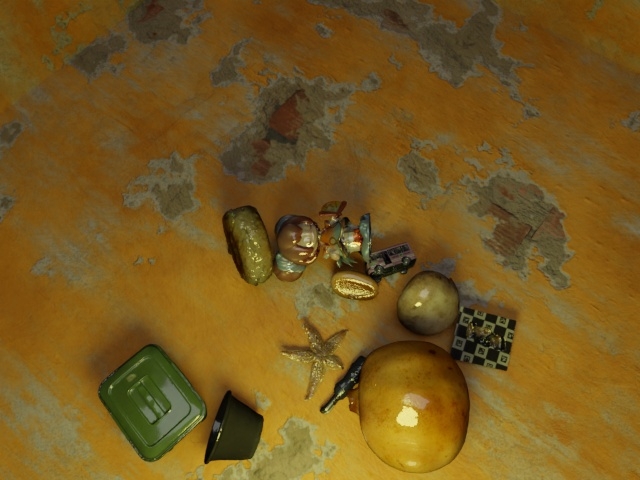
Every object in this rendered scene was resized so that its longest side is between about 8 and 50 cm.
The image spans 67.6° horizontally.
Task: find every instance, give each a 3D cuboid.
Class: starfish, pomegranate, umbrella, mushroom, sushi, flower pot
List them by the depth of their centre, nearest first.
[{"bbox_3d":[0.276,0.518,1.529,0.415,0.417,0.418,0,66,1],"label":"pomegranate"},{"bbox_3d":[-0.278,0.633,1.588,0.148,0.235,0.236,21,67,-12],"label":"flower pot"},{"bbox_3d":[0.092,0.519,1.697,0.070,0.071,0.248,35,75,15],"label":"umbrella"},{"bbox_3d":[-0.026,0.425,1.746,0.231,0.048,0.295,29,72,2],"label":"starfish"},{"bbox_3d":[0.396,0.226,1.749,0.254,0.184,0.255,0,90,-21],"label":"mushroom"},{"bbox_3d":[0.589,0.361,1.758,0.214,0.050,0.193,14,83,1],"label":"sushi"}]

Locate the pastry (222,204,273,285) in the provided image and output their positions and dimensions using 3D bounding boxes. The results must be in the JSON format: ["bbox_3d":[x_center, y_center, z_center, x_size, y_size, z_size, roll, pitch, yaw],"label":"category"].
[{"bbox_3d":[-0.266,0.017,1.798,0.136,0.330,0.330,-20,67,-19],"label":"pastry"}]

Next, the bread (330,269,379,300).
[{"bbox_3d":[0.131,0.171,1.826,0.189,0.077,0.114,12,101,3],"label":"bread"}]

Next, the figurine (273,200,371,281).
[{"bbox_3d":[0.000,-0.002,1.808,0.387,0.248,0.277,-2,63,7],"label":"figurine"}]

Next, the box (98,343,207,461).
[{"bbox_3d":[-0.555,0.549,1.634,0.252,0.178,0.329,-40,73,-13],"label":"box"}]

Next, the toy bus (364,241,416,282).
[{"bbox_3d":[0.266,0.082,1.863,0.198,0.096,0.108,-16,63,-8],"label":"toy bus"}]
